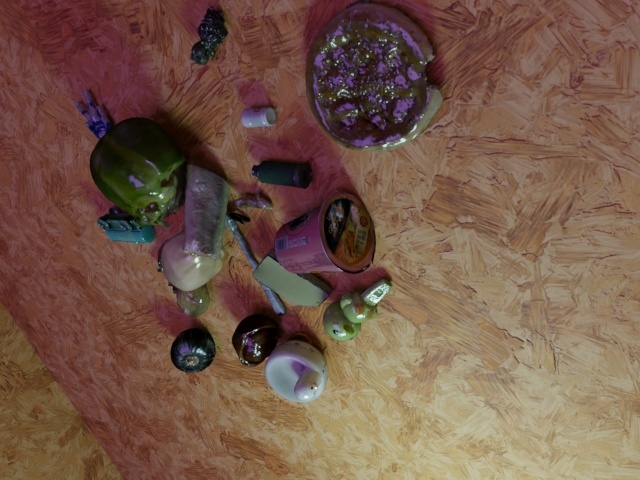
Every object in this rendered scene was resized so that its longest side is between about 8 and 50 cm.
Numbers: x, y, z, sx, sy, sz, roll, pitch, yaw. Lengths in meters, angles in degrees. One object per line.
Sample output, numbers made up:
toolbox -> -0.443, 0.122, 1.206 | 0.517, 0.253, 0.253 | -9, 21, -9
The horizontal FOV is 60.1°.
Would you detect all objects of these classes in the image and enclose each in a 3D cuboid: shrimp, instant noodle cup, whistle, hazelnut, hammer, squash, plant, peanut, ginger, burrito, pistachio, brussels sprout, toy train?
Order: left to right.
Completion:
toy train -> -0.750, -0.048, 2.146 | 0.248, 0.101, 0.159 | 2, 133, 32
brussels sprout -> -0.569, -0.223, 1.787 | 0.314, 0.276, 0.371 | 32, 157, 14
shrimp -> -0.590, 0.102, 2.163 | 0.145, 0.059, 0.254 | 36, 131, 11
pistachio -> -0.461, 0.071, 1.963 | 0.213, 0.194, 0.318 | 18, 140, -20
squash -> -0.525, 0.452, 2.279 | 0.193, 0.156, 0.193 | -9, 143, -7
peanut -> -0.492, 0.215, 2.144 | 0.140, 0.109, 0.159 | 25, 118, 3
burrito -> -0.370, -0.092, 1.798 | 0.105, 0.143, 0.300 | -7, 79, 64
plant -> -0.316, -0.565, 1.552 | 0.174, 0.087, 0.085 | -53, 56, 37
ginger -> -0.220, -0.126, 1.798 | 0.137, 0.044, 0.058 | 4, 92, 23
hammer -> -0.237, 0.088, 1.949 | 0.152, 0.044, 0.427 | -12, 113, 36
hazelnut -> -0.240, 0.361, 2.036 | 0.160, 0.170, 0.202 | 40, 144, 11
instant noodle cup -> 0.000, 0.000, 1.643 | 0.254, 0.244, 0.244 | -15, 111, 46
whistle -> 0.112, 0.232, 1.762 | 0.141, 0.141, 0.294 | 48, 131, -5

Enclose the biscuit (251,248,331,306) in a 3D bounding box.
biscuit -> -0.096, 0.138, 1.864 | 0.252, 0.052, 0.150 | 34, 136, -5

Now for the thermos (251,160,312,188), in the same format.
thermos -> -0.121, -0.203, 1.673 | 0.187, 0.083, 0.073 | 10, 102, 28

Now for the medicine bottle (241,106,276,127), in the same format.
medicine bottle -> -0.179, -0.359, 1.610 | 0.089, 0.057, 0.057 | 3, 121, 30

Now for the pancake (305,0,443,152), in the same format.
pancake -> 0.126, -0.399, 1.387 | 0.381, 0.071, 0.383 | 16, 127, 23

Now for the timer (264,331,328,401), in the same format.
timer -> -0.089, 0.480, 1.971 | 0.233, 0.240, 0.234 | 9, 121, 16

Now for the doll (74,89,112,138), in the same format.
doll -> -0.777, -0.409, 1.950 | 0.114, 0.057, 0.228 | -31, 91, 35
